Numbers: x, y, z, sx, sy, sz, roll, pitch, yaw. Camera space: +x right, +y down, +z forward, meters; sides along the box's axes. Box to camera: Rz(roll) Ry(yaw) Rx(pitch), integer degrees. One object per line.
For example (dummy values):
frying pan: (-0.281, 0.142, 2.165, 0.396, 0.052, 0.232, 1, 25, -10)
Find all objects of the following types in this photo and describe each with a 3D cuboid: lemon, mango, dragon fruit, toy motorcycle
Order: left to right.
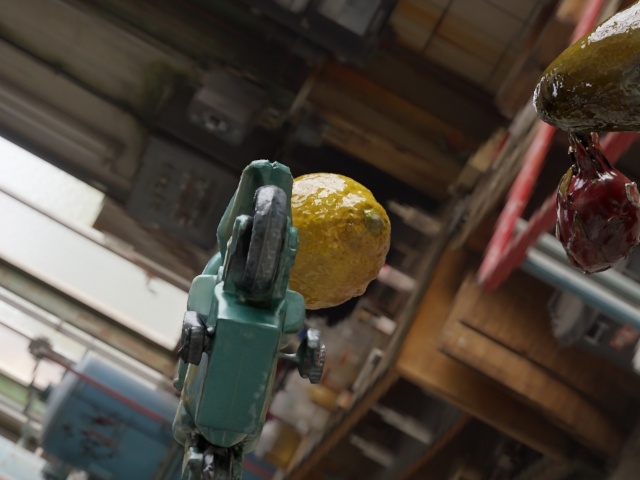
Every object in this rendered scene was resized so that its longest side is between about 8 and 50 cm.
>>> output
toy motorcycle: (-0.063, 0.085, 1.035, 0.198, 0.109, 0.297, -98, 20, -69)
lemon: (0.000, 0.000, 1.318, 0.187, 0.142, 0.142, -25, 31, 52)
dragon fruit: (0.279, -0.054, 1.298, 0.094, 0.094, 0.191, -67, -35, -70)
mango: (0.343, -0.164, 1.146, 0.193, 0.316, 0.146, 28, -125, -65)
